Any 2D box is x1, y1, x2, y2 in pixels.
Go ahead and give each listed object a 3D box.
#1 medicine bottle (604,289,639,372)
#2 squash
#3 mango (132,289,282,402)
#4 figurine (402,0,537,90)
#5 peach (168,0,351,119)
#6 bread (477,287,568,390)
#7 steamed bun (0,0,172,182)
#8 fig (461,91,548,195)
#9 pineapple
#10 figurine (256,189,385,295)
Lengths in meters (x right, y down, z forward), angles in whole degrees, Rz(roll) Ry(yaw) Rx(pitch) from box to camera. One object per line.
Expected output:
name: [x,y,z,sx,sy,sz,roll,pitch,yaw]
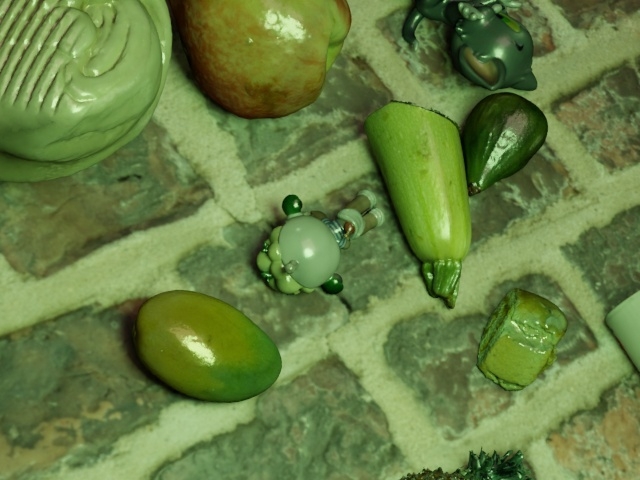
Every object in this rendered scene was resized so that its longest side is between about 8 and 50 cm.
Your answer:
medicine bottle: [0.541,0.214,1.830,0.130,0.130,0.341,-24,73,-32]
squash: [0.165,-0.055,1.825,0.137,0.137,0.288,-9,69,-27]
mango: [-0.136,0.131,1.615,0.194,0.092,0.130,17,54,-24]
figurine: [0.211,-0.322,1.992,0.265,0.140,0.193,26,14,13]
peach: [-0.095,-0.293,1.794,0.256,0.232,0.232,22,55,2]
bread: [0.284,0.116,1.792,0.103,0.110,0.156,28,54,1]
steamed bun: [-0.349,-0.223,1.624,0.367,0.255,0.343,18,71,21]
fig: [0.252,-0.130,1.927,0.117,0.117,0.177,31,74,-4]
pineapple: [0.166,0.316,1.633,0.221,0.103,0.083,-13,101,-30]
figurine: [-0.001,0.000,1.747,0.197,0.093,0.147,-36,102,-42]
